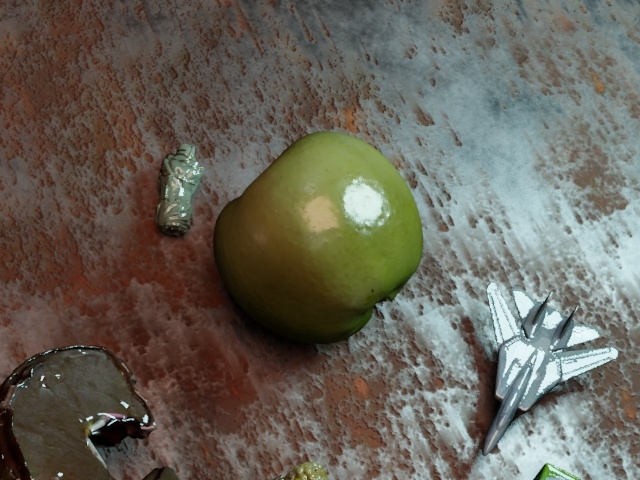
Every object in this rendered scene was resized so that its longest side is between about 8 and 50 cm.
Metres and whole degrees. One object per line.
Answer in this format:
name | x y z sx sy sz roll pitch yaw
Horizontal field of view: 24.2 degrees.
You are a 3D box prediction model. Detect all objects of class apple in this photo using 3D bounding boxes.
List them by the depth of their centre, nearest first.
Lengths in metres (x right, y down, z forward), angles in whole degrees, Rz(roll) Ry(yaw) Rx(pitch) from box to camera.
apple | 0.000 0.000 2.077 0.254 0.292 0.292 44 63 8

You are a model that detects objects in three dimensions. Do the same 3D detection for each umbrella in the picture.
umbrella | -0.208 -0.077 2.187 0.067 0.062 0.143 3 65 14

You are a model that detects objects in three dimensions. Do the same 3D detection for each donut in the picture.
donut | -0.298 0.301 1.876 0.259 0.136 0.345 -15 61 -49

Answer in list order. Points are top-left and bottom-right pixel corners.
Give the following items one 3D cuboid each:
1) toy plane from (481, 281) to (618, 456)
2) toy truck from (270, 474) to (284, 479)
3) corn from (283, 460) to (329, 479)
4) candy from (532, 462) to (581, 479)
toy plane | 0.285 0.201 2.125 0.212 0.088 0.267 28 68 6
toy truck | -0.010 0.406 1.823 0.127 0.127 0.257 -36 68 -22
corn | 0.014 0.441 1.929 0.097 0.097 0.319 -10 63 -16
candy | 0.282 0.405 2.001 0.062 0.097 0.194 26 59 7
